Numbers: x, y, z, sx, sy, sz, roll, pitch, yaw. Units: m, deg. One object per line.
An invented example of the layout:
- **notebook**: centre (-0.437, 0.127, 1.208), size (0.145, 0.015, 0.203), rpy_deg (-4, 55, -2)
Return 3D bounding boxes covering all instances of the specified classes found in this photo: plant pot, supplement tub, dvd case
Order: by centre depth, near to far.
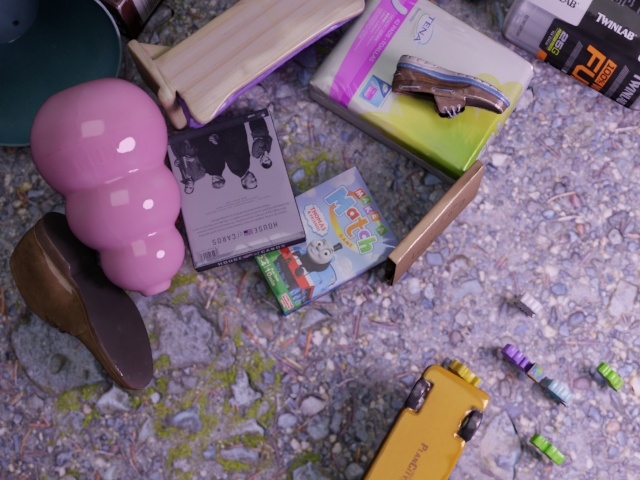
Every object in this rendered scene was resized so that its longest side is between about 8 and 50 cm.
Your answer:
- **plant pot**: centre (-0.481, -0.320, 1.609), size (0.290, 0.290, 0.195), rpy_deg (-31, 52, -6)
- **supplement tub**: centre (0.463, -0.332, 1.628), size (0.316, 0.193, 0.193), rpy_deg (31, 80, 7)
- **dvd case**: centre (-0.137, -0.082, 1.634), size (0.179, 0.029, 0.238), rpy_deg (-16, 67, -1)

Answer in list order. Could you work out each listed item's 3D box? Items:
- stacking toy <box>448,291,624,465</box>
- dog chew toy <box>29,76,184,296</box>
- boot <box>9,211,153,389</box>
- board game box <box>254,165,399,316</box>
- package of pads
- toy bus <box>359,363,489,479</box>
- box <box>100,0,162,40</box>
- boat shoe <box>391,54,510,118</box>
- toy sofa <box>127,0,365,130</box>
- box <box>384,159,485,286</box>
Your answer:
- **stacking toy**: centre (0.332, 0.208, 1.587), size (0.221, 0.052, 0.167), rpy_deg (42, 83, 7)
- **dog chew toy**: centre (-0.308, -0.074, 1.577), size (0.207, 0.206, 0.331), rpy_deg (-20, 94, -4)
- **boot**: centre (-0.369, 0.111, 1.601), size (0.115, 0.112, 0.305), rpy_deg (-36, 83, 23)
- **board game box**: centre (0.000, 0.000, 1.636), size (0.212, 0.039, 0.160), rpy_deg (-28, 78, -6)
- **package of pads**: centre (0.164, -0.256, 1.660), size (0.297, 0.101, 0.229), rpy_deg (34, 81, 6)
- **toy bus**: centre (0.121, 0.349, 1.513), size (0.108, 0.130, 0.332), rpy_deg (29, 79, 7)
- **box**: centre (-0.420, -0.518, 1.701), size (0.381, 0.143, 0.191), rpy_deg (31, 80, 8)
- **boat shoe**: centre (0.195, -0.220, 1.573), size (0.183, 0.066, 0.066), rpy_deg (22, 85, 15)
- **toy sofa**: centre (-0.109, -0.319, 1.649), size (0.362, 0.150, 0.177), rpy_deg (-38, 82, -8)
- **box**: centre (0.171, -0.023, 1.576), size (0.021, 0.164, 0.201), rpy_deg (42, 81, 11)
